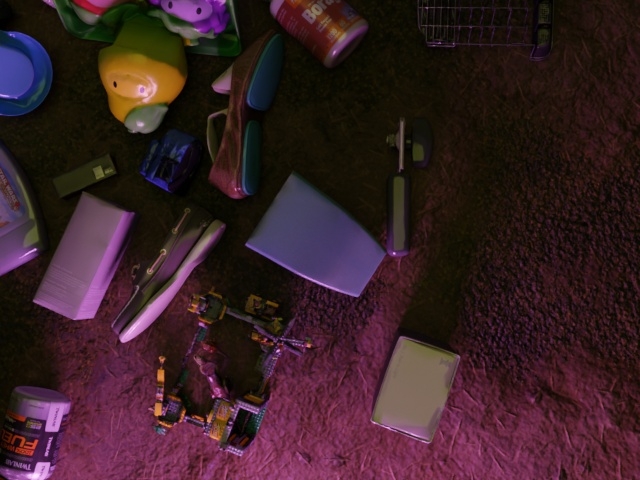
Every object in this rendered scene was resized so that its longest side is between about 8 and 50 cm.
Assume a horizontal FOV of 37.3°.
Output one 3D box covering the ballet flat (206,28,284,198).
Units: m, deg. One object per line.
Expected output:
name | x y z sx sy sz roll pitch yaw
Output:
ballet flat | -0.163 -0.255 1.882 0.124 0.116 0.342 10 92 23

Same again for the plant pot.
plant pot | 0.000 0.000 1.821 0.234 0.166 0.165 33 90 -2

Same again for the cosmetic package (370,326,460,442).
cosmetic package | 0.168 0.252 1.719 0.113 0.309 0.160 19 88 5

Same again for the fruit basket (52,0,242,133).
fruit basket | -0.341 -0.411 1.828 0.392 0.283 0.392 0 69 1

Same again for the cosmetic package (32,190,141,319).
cosmetic package | -0.456 0.031 1.865 0.107 0.127 0.238 22 87 5

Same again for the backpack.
backpack | -0.294 -0.162 1.878 0.101 0.098 0.120 29 90 8

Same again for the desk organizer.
desk organizer | -0.471 -0.127 1.911 0.130 0.050 0.047 -24 86 2

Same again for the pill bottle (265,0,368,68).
pill bottle | -0.021 -0.451 1.863 0.216 0.121 0.121 43 90 5

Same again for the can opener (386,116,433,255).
can opener | 0.169 -0.108 1.856 0.093 0.074 0.280 5 87 3

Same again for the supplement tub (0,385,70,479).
supplement tub | -0.567 0.389 1.857 0.117 0.117 0.190 13 88 4

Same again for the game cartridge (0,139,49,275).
game cartridge | -0.684 -0.078 1.923 0.198 0.062 0.297 -30 85 6

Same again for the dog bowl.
dog bowl | -0.681 -0.351 1.855 0.297 0.074 0.165 13 100 -32

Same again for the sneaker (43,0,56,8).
sneaker | -0.550 -0.596 1.919 0.153 0.094 0.235 -37 75 10

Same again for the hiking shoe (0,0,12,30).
hiking shoe | -0.733 -0.365 1.931 0.304 0.113 0.132 -42 115 -5

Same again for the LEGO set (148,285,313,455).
LEGO set | -0.188 0.253 1.801 0.255 0.192 0.331 29 89 5

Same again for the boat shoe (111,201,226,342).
boat shoe | -0.313 0.062 1.865 0.091 0.109 0.305 38 84 5

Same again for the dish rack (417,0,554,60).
dish rack | 0.327 -0.468 1.869 0.272 0.074 0.208 3 86 6
